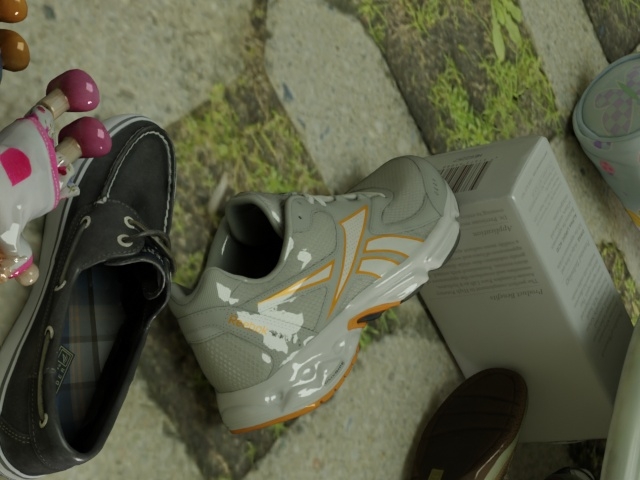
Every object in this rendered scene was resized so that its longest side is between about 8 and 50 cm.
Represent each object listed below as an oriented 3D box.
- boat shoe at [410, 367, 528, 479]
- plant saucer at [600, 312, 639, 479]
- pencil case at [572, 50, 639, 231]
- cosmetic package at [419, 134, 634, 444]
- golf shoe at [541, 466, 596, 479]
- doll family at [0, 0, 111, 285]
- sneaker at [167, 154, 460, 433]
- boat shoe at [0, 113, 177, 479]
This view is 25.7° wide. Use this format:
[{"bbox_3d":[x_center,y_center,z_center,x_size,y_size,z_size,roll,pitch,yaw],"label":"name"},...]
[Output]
[{"bbox_3d":[0.102,0.182,1.024,0.190,0.068,0.072,-55,138,-27],"label":"boat shoe"},{"bbox_3d":[0.293,0.226,1.073,0.400,0.100,0.400,7,90,-67],"label":"plant saucer"},{"bbox_3d":[0.343,-0.054,1.314,0.124,0.113,0.273,-52,126,-16],"label":"pencil case"},{"bbox_3d":[0.153,0.043,1.062,0.231,0.117,0.085,61,42,-26],"label":"cosmetic package"},{"bbox_3d":[0.222,0.277,1.141,0.086,0.067,0.186,-12,93,-53],"label":"golf shoe"},{"bbox_3d":[-0.206,-0.097,0.674,0.163,0.118,0.263,-51,140,-50],"label":"doll family"},{"bbox_3d":[0.000,0.000,0.903,0.121,0.099,0.262,59,42,-19],"label":"sneaker"},{"bbox_3d":[-0.116,0.024,0.766,0.080,0.076,0.228,47,50,-35],"label":"boat shoe"}]
